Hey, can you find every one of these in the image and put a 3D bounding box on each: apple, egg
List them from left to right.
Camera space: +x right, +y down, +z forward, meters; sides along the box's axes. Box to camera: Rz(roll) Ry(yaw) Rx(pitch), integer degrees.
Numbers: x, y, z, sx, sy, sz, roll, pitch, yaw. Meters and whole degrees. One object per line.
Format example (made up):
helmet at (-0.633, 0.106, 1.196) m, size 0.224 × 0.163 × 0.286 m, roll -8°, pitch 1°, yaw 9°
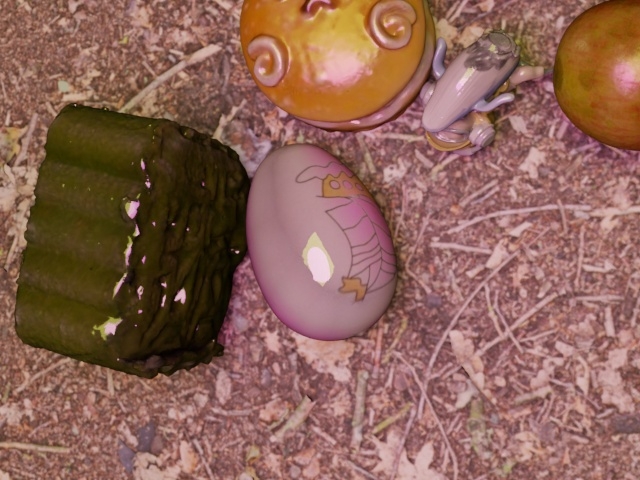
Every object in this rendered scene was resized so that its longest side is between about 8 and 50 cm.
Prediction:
egg at (0.000, 0.000, 1.267) m, size 0.196 × 0.196 × 0.271 m, roll -9°, pitch 79°, yaw 13°
apple at (0.388, -0.208, 1.185) m, size 0.195 × 0.196 × 0.196 m, roll -1°, pitch 87°, yaw 14°

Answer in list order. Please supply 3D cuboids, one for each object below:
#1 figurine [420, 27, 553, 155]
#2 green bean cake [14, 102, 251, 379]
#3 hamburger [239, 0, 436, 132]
figurine at (0.211, -0.202, 1.260) m, size 0.208 × 0.184 × 0.128 m, roll -35°, pitch 69°, yaw -28°
green bean cake at (-0.226, -0.002, 1.248) m, size 0.218 × 0.335 × 0.319 m, roll 12°, pitch 94°, yaw 15°
hamburger at (0.020, -0.305, 1.282) m, size 0.260 × 0.186 × 0.303 m, roll -1°, pitch 85°, yaw 13°
